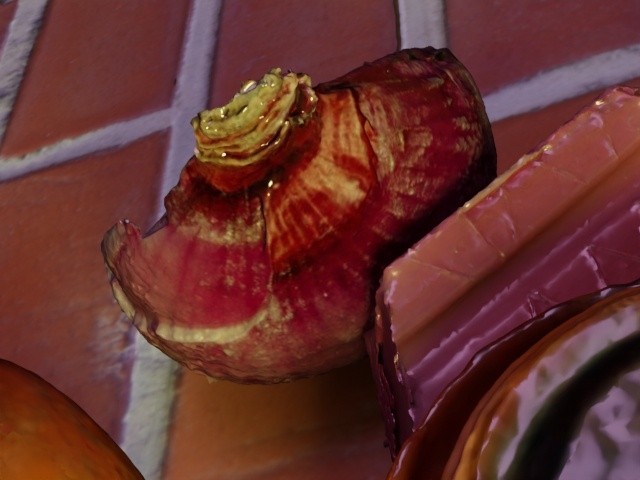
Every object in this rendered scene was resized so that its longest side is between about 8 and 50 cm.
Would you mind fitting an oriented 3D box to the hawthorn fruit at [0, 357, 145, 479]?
[{"bbox_3d":[-0.224,0.159,0.805,0.276,0.307,0.276,-25,21,10],"label":"hawthorn fruit"}]

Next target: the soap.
[{"bbox_3d":[0.136,0.040,0.856,0.250,0.099,0.162,-37,75,-18],"label":"soap"}]

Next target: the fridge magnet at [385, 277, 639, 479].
[{"bbox_3d":[0.188,0.155,0.655,0.363,0.155,0.364,-6,53,8],"label":"fridge magnet"}]

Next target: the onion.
[{"bbox_3d":[0.000,0.000,0.928,0.267,0.159,0.348,-34,-3,5],"label":"onion"}]
